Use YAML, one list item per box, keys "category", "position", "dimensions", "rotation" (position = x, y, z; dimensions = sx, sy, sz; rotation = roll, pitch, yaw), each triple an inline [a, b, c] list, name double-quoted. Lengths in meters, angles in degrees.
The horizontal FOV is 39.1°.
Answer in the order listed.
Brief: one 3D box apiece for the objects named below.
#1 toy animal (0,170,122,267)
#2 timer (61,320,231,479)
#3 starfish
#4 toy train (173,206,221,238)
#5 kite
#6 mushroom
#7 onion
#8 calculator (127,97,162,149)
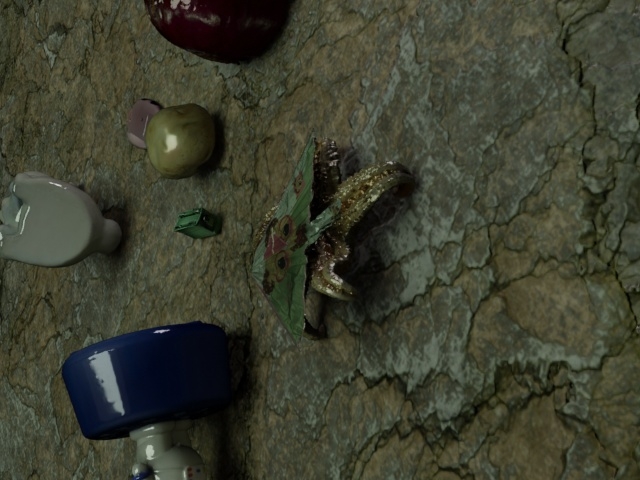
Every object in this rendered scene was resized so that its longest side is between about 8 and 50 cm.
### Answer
- category: "toy animal"
  position: [-0.573, -0.038, 1.962]
  dimensions: [0.367, 0.241, 0.196]
  rotation: [12, 85, 67]
- category: "timer"
  position: [-0.241, 0.344, 1.429]
  dimensions: [0.270, 0.270, 0.384]
  rotation: [-30, 70, 46]
- category: "starfish"
  position: [0.003, 0.003, 1.266]
  dimensions: [0.312, 0.113, 0.303]
  rotation: [45, 116, 57]
- category: "toy train"
  position: [-0.218, -0.029, 1.599]
  dimensions: [0.093, 0.056, 0.038]
  rotation: [-13, 57, 51]
- category: "kite"
  position: [-0.040, 0.001, 1.222]
  dimensions: [0.267, 0.013, 0.323]
  rotation: [-30, 51, 55]
- category: "mushroom"
  position: [-0.252, -0.180, 1.627]
  dimensions: [0.148, 0.112, 0.148]
  rotation: [-10, 76, 49]
- category: "onion"
  position: [-0.178, -0.406, 1.502]
  dimensions: [0.206, 0.206, 0.216]
  rotation: [30, 113, 54]
- category: "calculator"
  position: [-0.363, -0.240, 1.855]
  dimensions: [0.166, 0.024, 0.103]
  rotation: [24, 103, 51]
